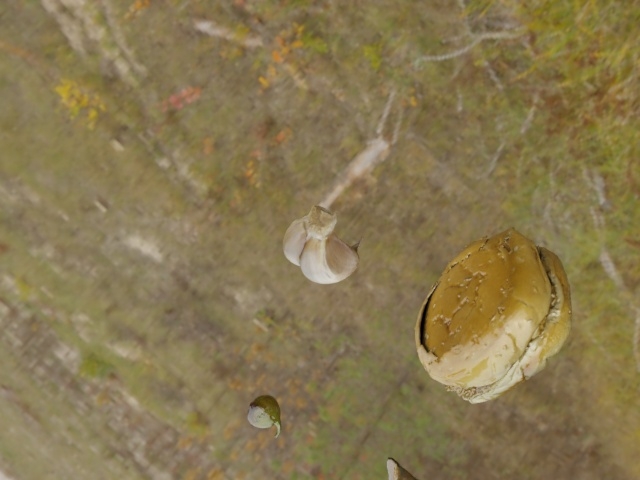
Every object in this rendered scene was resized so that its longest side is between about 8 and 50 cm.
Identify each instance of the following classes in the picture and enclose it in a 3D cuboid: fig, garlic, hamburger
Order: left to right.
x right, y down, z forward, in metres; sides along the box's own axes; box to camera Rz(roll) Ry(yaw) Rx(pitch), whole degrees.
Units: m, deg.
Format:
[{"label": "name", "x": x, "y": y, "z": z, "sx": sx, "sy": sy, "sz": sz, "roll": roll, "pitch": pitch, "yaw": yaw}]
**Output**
[{"label": "fig", "x": -0.127, "y": 0.417, "z": 2.400, "sx": 0.098, "sy": 0.084, "sz": 0.082, "roll": 30, "pitch": 175, "yaw": 9}, {"label": "garlic", "x": 0.000, "y": 0.012, "z": 1.823, "sx": 0.099, "sy": 0.124, "sz": 0.174, "roll": 40, "pitch": 171, "yaw": -38}, {"label": "hamburger", "x": 0.208, "y": 0.096, "z": 1.213, "sx": 0.108, "sy": 0.214, "sz": 0.213, "roll": 32, "pitch": 159, "yaw": -24}]

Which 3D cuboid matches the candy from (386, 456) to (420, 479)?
[{"label": "candy", "x": 0.173, "y": 0.476, "z": 1.631, "sx": 0.271, "sy": 0.101, "sz": 0.143, "roll": -130, "pitch": 31, "yaw": -52}]
